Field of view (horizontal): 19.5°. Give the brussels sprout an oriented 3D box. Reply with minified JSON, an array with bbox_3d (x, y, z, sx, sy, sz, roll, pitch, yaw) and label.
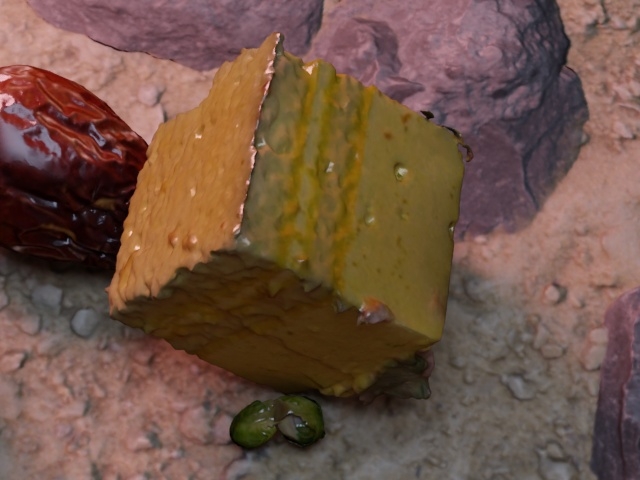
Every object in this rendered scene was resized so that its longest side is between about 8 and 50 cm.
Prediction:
[{"bbox_3d":[-0.038,0.161,1.638,0.083,0.051,0.046,-7,36,-10],"label":"brussels sprout"}]

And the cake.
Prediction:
[{"bbox_3d":[0.000,0.000,1.616,0.286,0.222,0.227,27,59,-26],"label":"cake"}]

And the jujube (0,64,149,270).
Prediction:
[{"bbox_3d":[-0.237,-0.056,1.697,0.236,0.168,0.168,31,61,-6],"label":"jujube"}]
